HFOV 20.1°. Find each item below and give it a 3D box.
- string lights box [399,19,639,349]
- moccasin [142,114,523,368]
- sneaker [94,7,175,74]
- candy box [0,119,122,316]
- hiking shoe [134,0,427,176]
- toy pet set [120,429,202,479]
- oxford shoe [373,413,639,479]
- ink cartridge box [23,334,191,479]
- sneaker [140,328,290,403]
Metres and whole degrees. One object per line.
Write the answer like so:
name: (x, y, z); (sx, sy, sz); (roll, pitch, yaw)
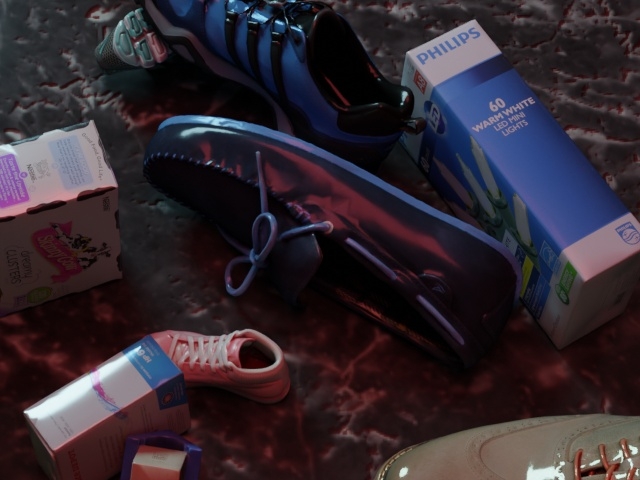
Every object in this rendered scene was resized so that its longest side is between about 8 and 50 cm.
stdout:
string lights box: (0.169, -0.049, 1.555); (0.077, 0.133, 0.259); (-28, 66, -18)
moccasin: (0.000, 0.000, 1.515); (0.342, 0.137, 0.116); (22, 66, 9)
sneaker: (-0.142, -0.195, 1.656); (0.166, 0.076, 0.065); (-27, 94, -42)
candy box: (-0.265, -0.004, 1.479); (0.196, 0.165, 0.070); (-18, 64, -13)
hiking shoe: (-0.036, -0.185, 1.578); (0.304, 0.132, 0.113); (44, 49, -1)
toy pet set: (-0.141, 0.213, 1.434); (0.122, 0.114, 0.065); (9, 16, 2)
oxford shoe: (0.240, 0.182, 1.423); (0.397, 0.146, 0.140); (-3, 62, -5)
ink cartridge box: (-0.170, 0.144, 1.444); (0.122, 0.088, 0.052); (-32, 59, -21)
sneaker: (-0.090, 0.094, 1.492); (0.134, 0.070, 0.051); (13, 63, 4)
